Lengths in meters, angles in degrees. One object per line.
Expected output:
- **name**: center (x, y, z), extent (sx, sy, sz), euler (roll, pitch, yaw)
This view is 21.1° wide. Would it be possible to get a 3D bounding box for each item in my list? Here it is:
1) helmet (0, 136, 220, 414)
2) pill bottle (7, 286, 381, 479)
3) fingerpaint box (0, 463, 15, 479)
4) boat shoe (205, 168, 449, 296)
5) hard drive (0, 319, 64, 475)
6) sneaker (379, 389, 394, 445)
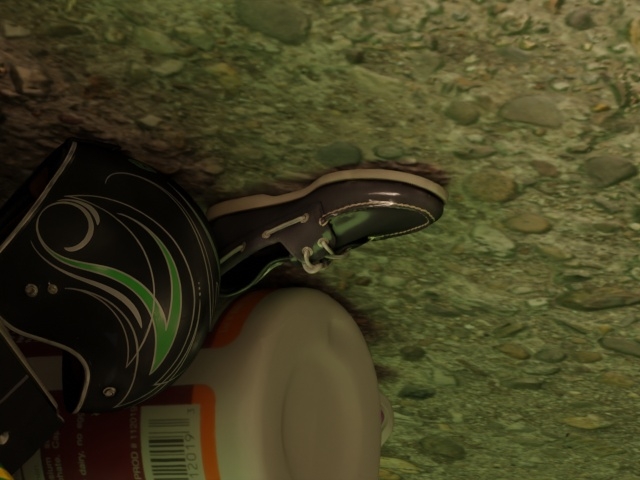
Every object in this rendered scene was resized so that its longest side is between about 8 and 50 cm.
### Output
- **helmet**: center (-0.148, 0.029, 1.176), extent (0.161, 0.169, 0.169), euler (39, 148, -16)
- **pill bottle**: center (-0.167, 0.158, 1.417), extent (0.392, 0.224, 0.224), euler (-4, 153, 28)
- **fingerpaint box**: center (-0.312, 0.168, 1.106), extent (0.371, 0.163, 0.445), euler (54, 160, -20)
- **boat shoe**: center (0.000, 0.000, 1.192), extent (0.206, 0.065, 0.075), euler (-10, 150, 37)
- **hard drive**: center (-0.309, -0.010, 1.086), extent (0.237, 0.064, 0.339), euler (32, 160, 36)
- **sneaker**: center (-0.067, 0.164, 1.581), extent (0.305, 0.114, 0.152), euler (-8, 178, 24)
